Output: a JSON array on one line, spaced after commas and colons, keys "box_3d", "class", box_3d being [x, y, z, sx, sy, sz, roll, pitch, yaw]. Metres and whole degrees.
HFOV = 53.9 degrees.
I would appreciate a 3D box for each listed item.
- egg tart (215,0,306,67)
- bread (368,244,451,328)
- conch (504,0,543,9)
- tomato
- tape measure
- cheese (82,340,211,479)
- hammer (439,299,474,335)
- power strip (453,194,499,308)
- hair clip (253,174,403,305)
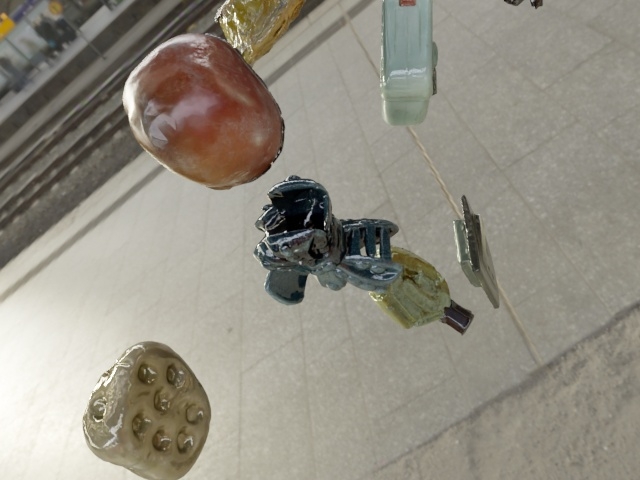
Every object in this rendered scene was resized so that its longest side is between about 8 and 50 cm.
[{"box_3d": [-0.125, -0.528, 1.408, 0.352, 0.150, 0.352, -45, 21, 23], "class": "egg tart"}, {"box_3d": [0.224, 0.122, 1.684, 0.186, 0.257, 0.124, -48, 26, 4], "class": "bread"}, {"box_3d": [0.360, -0.593, 1.220, 0.241, 0.313, 0.186, -38, 1, 43], "class": "conch"}, {"box_3d": [-0.167, -0.159, 0.822, 0.180, 0.214, 0.155, -48, -4, 26], "class": "tomato"}, {"box_3d": [0.194, -0.392, 1.373, 0.125, 0.246, 0.243, 1, 71, 8], "class": "tape measure"}, {"box_3d": [-0.289, 0.288, 1.040, 0.117, 0.235, 0.218, -20, -7, 31], "class": "cheese"}, {"box_3d": [0.381, 0.184, 2.018, 0.243, 0.409, 0.095, 31, 81, 17], "class": "hammer"}, {"box_3d": [0.428, 0.038, 1.767, 0.092, 0.251, 0.256, -11, 55, 17], "class": "power strip"}, {"box_3d": [-0.002, 0.003, 1.168, 0.206, 0.310, 0.194, -23, 57, 36], "class": "hair clip"}]
